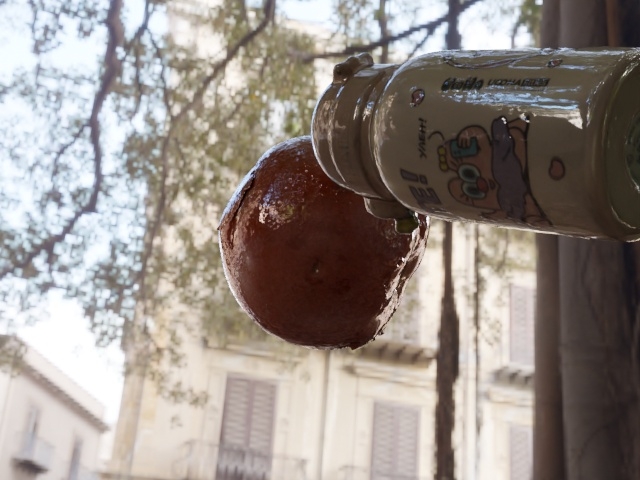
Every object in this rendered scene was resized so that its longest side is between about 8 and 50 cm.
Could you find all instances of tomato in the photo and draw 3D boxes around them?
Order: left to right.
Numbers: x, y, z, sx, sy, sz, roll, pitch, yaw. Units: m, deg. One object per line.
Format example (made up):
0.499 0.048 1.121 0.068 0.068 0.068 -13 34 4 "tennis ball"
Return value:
0.000 0.000 0.981 0.184 0.208 0.208 25 -21 13 "tomato"

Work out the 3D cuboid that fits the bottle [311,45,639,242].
0.088 -0.052 0.568 0.097 0.110 0.209 -29 26 -37 "bottle"
